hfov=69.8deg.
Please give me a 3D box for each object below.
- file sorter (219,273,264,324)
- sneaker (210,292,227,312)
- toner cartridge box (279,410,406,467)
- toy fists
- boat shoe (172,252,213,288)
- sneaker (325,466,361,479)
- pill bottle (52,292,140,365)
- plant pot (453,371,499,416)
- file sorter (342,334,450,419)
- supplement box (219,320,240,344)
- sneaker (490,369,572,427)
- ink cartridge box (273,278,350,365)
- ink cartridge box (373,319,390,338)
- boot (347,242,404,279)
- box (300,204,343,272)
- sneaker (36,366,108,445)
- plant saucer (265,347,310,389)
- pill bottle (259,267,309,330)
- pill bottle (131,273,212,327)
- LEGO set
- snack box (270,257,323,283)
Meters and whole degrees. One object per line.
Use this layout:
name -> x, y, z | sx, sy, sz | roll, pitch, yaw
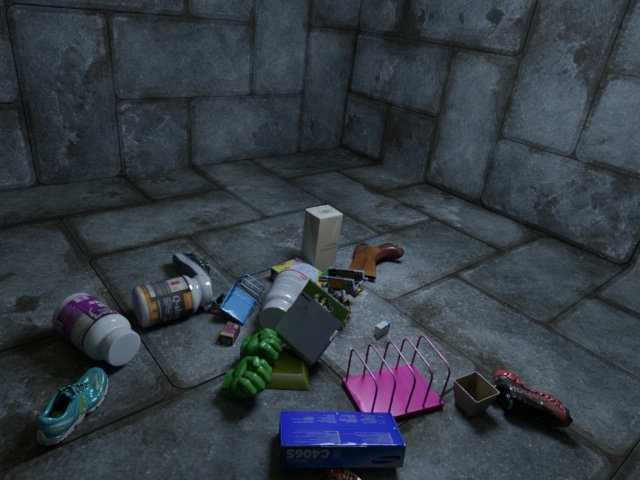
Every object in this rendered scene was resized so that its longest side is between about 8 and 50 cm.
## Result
file sorter -> -0.314, 0.233, 1.872 | 0.118, 0.104, 0.170 | 37, 25, -10
sneaker -> -0.392, 0.246, 1.918 | 0.061, 0.065, 0.158 | 21, 30, 25
toner cartridge box -> 0.055, 0.575, 1.334 | 0.347, 0.075, 0.165 | 3, 13, -7
toy fists -> -0.219, 0.407, 1.540 | 0.142, 0.096, 0.279 | -12, 28, 21
boat shoe -> -0.549, 0.124, 2.055 | 0.119, 0.121, 0.335 | -19, 35, -34
sneaker -> 0.064, 0.657, 1.253 | 0.067, 0.042, 0.118 | -9, 23, -36
pill bottle -> -0.771, 0.311, 1.591 | 0.301, 0.169, 0.169 | 22, 31, 27
plant pot -> 0.515, 0.527, 1.549 | 0.109, 0.096, 0.109 | -8, 30, -28
file sorter -> 0.254, 0.453, 1.540 | 0.290, 0.182, 0.202 | -5, 30, -22
supplement box -> -0.344, 0.353, 1.746 | 0.055, 0.043, 0.083 | 11, 28, 8
sneaker -> 0.692, 0.550, 1.547 | 0.135, 0.098, 0.276 | -19, 34, -40
ink cartridge box -> -0.020, 0.282, 1.634 | 0.189, 0.255, 0.097 | 38, 17, 13
ink cartridge box -> 0.245, 0.360, 1.862 | 0.083, 0.048, 0.028 | -19, 37, -41
boot -> 0.283, 0.104, 2.317 | 0.264, 0.096, 0.280 | 11, 28, 7
box -> 0.000, 0.000, 2.215 | 0.148, 0.311, 0.121 | -15, 34, -35
sneaker -> -0.726, 0.471, 1.358 | 0.107, 0.110, 0.275 | 9, 27, 5
plant saucer -> -0.131, 0.441, 1.623 | 0.188, 0.045, 0.188 | 4, 27, -5
pill bottle -> -0.145, 0.247, 1.871 | 0.160, 0.160, 0.283 | 10, 27, 7
pill bottle -> -0.580, 0.228, 1.804 | 0.278, 0.162, 0.162 | -14, 34, -33
LEGO set -> 0.071, 0.249, 1.817 | 0.192, 0.255, 0.331 | 4, 15, 33
snack box -> -0.101, 0.169, 2.129 | 0.207, 0.070, 0.174 | 30, 34, 34
